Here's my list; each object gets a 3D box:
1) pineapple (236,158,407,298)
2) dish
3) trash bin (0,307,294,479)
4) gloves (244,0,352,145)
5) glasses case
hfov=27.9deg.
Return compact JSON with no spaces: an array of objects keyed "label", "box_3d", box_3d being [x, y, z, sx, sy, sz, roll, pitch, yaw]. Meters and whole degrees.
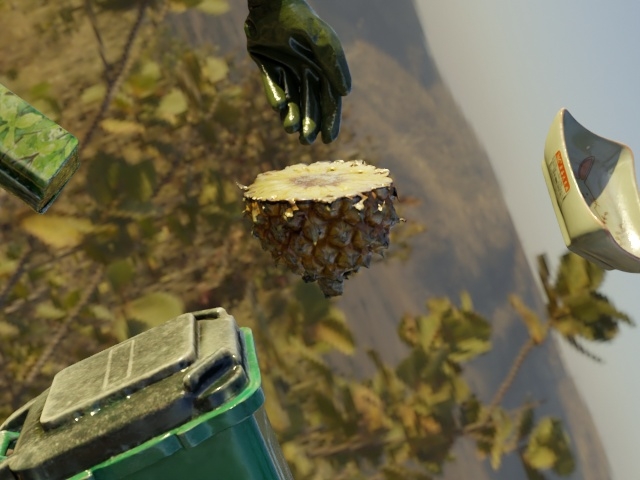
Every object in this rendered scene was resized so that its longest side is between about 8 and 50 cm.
[{"label":"pineapple","box_3d":[0.004,-0.001,1.362,0.161,0.176,0.136,-21,112,-41]},{"label":"dish","box_3d":[0.348,-0.049,1.633,0.151,0.077,0.212,23,42,-35]},{"label":"trash bin","box_3d":[-0.141,0.298,1.322,0.259,0.295,0.381,-116,-179,-78]},{"label":"gloves","box_3d":[-0.036,-0.253,1.704,0.107,0.135,0.268,-17,90,-60]},{"label":"glasses case","box_3d":[-0.317,-0.126,1.020,0.272,0.062,0.095,35,-11,-3]}]
